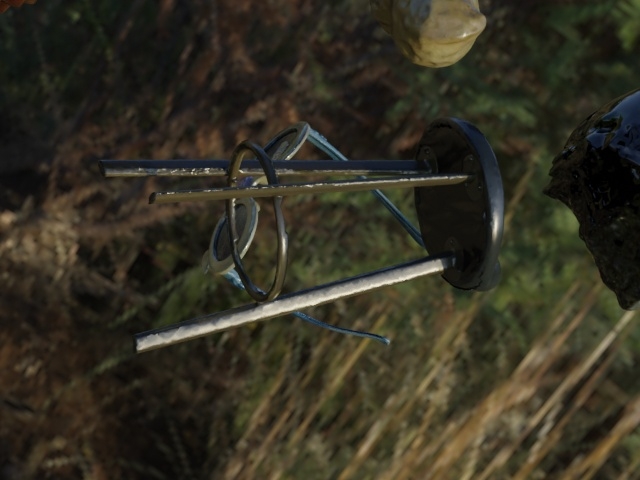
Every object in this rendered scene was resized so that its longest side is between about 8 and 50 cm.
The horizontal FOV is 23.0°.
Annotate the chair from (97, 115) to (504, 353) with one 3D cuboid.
[{"bbox_3d":[0.006,-0.014,0.796,0.221,0.095,0.104,-6,74,-25],"label":"chair"}]

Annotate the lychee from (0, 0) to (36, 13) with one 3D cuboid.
[{"bbox_3d":[-0.186,-0.232,0.742,0.276,0.275,0.304,45,-9,20],"label":"lychee"}]

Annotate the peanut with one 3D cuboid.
[{"bbox_3d":[0.096,-0.209,1.374,0.099,0.099,0.214,24,22,-20],"label":"peanut"}]

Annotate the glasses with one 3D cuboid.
[{"bbox_3d":[0.009,-0.007,1.624,0.220,0.088,0.190,28,70,-2],"label":"glasses"}]

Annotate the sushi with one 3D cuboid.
[{"bbox_3d":[0.233,-0.041,0.934,0.225,0.124,0.127,-15,72,-45],"label":"sushi"}]
